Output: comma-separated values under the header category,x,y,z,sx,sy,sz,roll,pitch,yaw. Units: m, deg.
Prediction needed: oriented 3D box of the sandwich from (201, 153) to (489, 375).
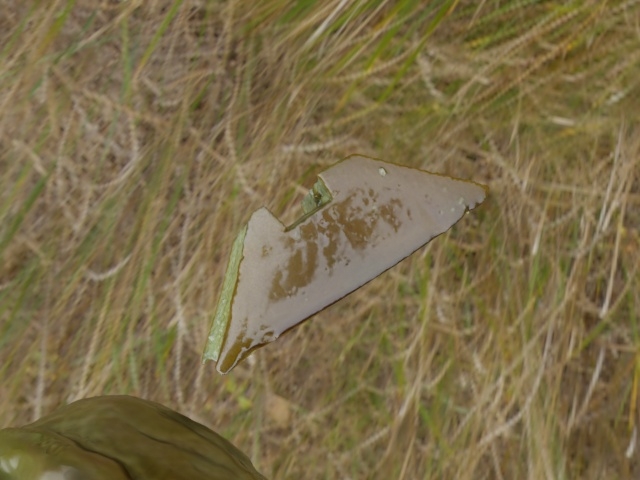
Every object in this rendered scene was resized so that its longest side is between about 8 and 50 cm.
category,x,y,z,sx,sy,sz,roll,pitch,yaw
sandwich,0.000,0.000,1.025,0.244,0.090,0.088,-33,91,-10

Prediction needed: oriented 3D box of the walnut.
category,x,y,z,sx,sy,sz,roll,pitch,yaw
walnut,-0.109,0.224,0.805,0.283,0.227,0.283,28,135,31
